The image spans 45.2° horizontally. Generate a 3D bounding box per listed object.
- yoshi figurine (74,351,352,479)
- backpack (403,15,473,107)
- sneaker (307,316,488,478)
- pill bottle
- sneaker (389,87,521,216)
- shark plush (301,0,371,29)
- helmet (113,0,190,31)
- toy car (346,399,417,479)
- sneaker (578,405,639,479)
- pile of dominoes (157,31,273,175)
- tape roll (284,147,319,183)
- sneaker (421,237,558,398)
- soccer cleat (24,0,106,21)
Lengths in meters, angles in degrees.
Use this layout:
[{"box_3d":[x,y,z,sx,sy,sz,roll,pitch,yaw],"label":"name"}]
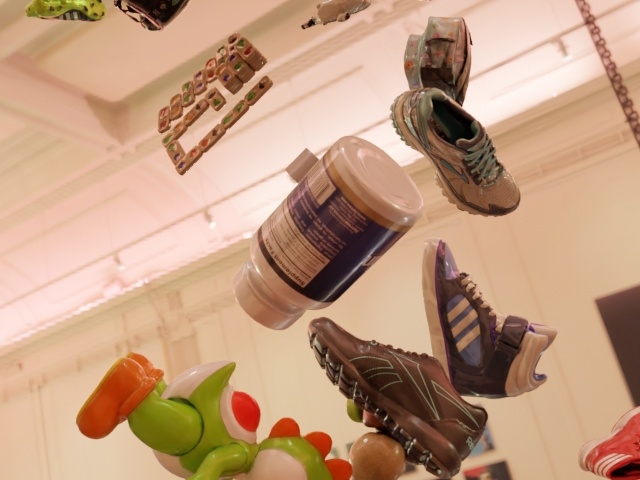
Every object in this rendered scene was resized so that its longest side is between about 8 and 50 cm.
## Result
[{"box_3d":[-0.133,0.301,0.969,0.362,0.203,0.203,30,-46,-1],"label":"yoshi figurine"},{"box_3d":[0.264,-0.398,1.697,0.145,0.188,0.166,11,-20,23],"label":"backpack"},{"box_3d":[0.096,0.185,1.000,0.106,0.267,0.101,-42,-19,-19],"label":"sneaker"},{"box_3d":[0.000,0.000,0.657,0.094,0.094,0.169,9,-47,-48],"label":"pill bottle"},{"box_3d":[0.239,-0.141,1.277,0.110,0.283,0.122,-53,15,-15],"label":"sneaker"},{"box_3d":[0.026,-0.463,1.595,0.161,0.073,0.067,-29,-9,38],"label":"shark plush"},{"box_3d":[-0.303,-0.477,1.384,0.170,0.161,0.169,26,-5,2],"label":"helmet"},{"box_3d":[0.099,0.331,1.151,0.149,0.188,0.155,43,-30,-24],"label":"toy car"},{"box_3d":[0.657,0.432,1.590,0.221,0.087,0.128,-32,19,-15],"label":"sneaker"},{"box_3d":[-0.208,-0.262,1.389,0.251,0.196,0.040,-43,-42,8],"label":"pile of dominoes"},{"box_3d":[0.022,-0.108,1.718,0.072,0.219,0.219,-45,-25,4],"label":"tape roll"},{"box_3d":[0.329,0.142,1.474,0.236,0.322,0.130,-8,-1,18],"label":"sneaker"},{"box_3d":[-0.506,-0.464,1.534,0.072,0.060,0.179,-8,7,32],"label":"soccer cleat"}]
